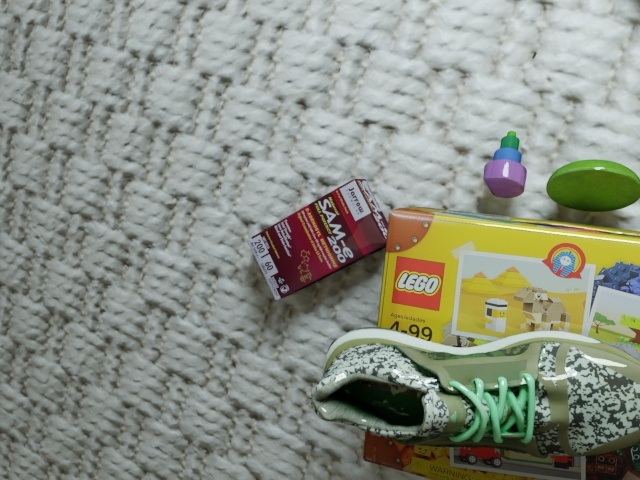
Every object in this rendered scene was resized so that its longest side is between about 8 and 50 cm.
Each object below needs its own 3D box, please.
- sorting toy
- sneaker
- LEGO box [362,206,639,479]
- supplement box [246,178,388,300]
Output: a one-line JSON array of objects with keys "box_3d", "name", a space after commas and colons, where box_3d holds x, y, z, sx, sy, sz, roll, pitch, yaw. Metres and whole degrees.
[{"box_3d": [0.435, -0.120, 0.820, 0.366, 0.127, 0.126, 7, 69, 23], "name": "sorting toy"}, {"box_3d": [0.170, 0.195, 0.640, 0.411, 0.182, 0.157, -3, 93, 22], "name": "sneaker"}, {"box_3d": [0.341, 0.164, 0.774, 0.501, 0.193, 0.372, 8, 98, 20], "name": "LEGO box"}, {"box_3d": [0.000, 0.000, 1.002, 0.240, 0.073, 0.130, -29, 84, 21], "name": "supplement box"}]
